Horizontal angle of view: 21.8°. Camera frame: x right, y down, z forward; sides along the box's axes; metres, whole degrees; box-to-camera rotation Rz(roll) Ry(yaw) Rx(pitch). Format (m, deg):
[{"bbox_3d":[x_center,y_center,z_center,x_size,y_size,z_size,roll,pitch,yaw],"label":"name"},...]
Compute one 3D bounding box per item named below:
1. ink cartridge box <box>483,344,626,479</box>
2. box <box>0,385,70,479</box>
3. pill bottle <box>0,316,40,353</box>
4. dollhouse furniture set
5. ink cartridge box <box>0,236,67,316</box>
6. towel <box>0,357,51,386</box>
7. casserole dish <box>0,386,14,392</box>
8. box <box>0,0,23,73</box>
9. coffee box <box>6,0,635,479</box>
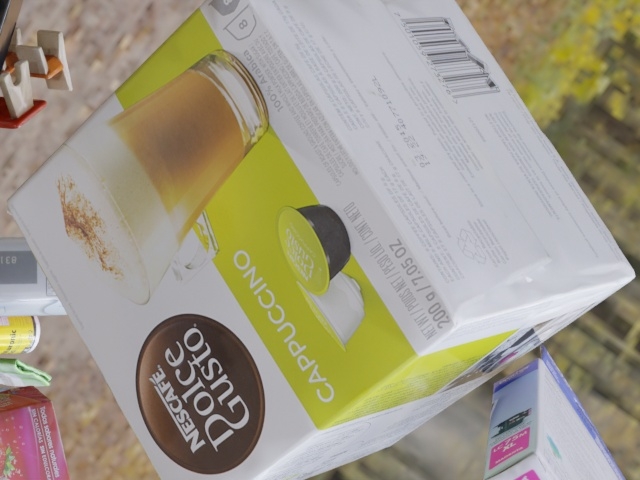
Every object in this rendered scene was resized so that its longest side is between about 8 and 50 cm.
[{"bbox_3d":[0.220,0.220,1.482,0.065,0.186,0.311,-31,-173,16],"label":"ink cartridge box"},{"bbox_3d":[-0.287,0.275,1.543,0.122,0.257,0.128,-14,-174,-16],"label":"box"},{"bbox_3d":[-0.449,0.124,2.281,0.116,0.065,0.065,2,129,-45],"label":"pill bottle"},{"bbox_3d":[-0.506,-0.185,2.305,0.262,0.259,0.135,-49,138,-50],"label":"dollhouse furniture set"},{"bbox_3d":[-0.335,0.070,2.175,0.385,0.308,0.091,128,-41,-75],"label":"ink cartridge box"},{"bbox_3d":[-0.410,0.157,1.972,0.113,0.152,0.023,44,48,-70],"label":"towel"},{"bbox_3d":[-0.445,0.290,2.289,0.188,0.114,0.037,-60,172,-6],"label":"casserole dish"},{"bbox_3d":[-0.456,-0.277,1.969,0.103,0.184,0.261,109,-9,-48],"label":"box"},{"bbox_3d":[0.000,0.000,1.474,0.334,0.338,0.338,-39,165,31],"label":"coffee box"}]
